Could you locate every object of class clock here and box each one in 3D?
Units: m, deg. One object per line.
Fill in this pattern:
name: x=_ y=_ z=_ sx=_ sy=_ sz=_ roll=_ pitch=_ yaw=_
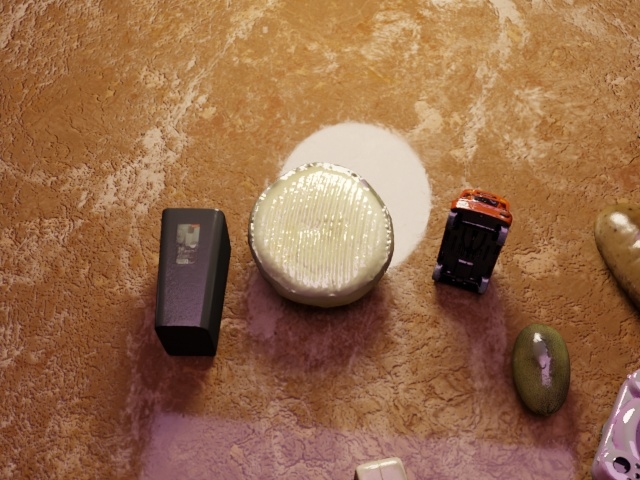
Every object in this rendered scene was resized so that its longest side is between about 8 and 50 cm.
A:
clock: x=0.595 y=0.356 z=1.328 sx=0.248 sy=0.090 sz=0.227 roll=26 pitch=63 yaw=13

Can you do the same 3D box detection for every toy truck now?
toy truck: x=0.275 y=-0.006 z=1.446 sx=0.108 sy=0.252 sz=0.114 roll=18 pitch=57 yaw=10

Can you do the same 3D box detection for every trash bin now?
trash bin: x=-0.233 y=0.079 z=1.450 sx=0.115 sy=0.165 sz=0.225 roll=2 pitch=62 yaw=0

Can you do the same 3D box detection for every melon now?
melon: x=0.385 y=0.225 z=1.400 sx=0.099 sy=0.099 sz=0.162 roll=3 pitch=63 yaw=2

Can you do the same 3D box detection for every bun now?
bun: x=0.000 y=0.000 z=1.504 sx=0.287 sy=0.146 sz=0.287 roll=0 pitch=63 yaw=-1

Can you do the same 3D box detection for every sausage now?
sausage: x=0.666 y=0.132 z=1.441 sx=0.136 sy=0.123 sz=0.500 roll=-9 pitch=55 yaw=-40

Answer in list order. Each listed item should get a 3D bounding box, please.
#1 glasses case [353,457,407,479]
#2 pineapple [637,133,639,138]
glasses case: x=0.124 y=0.509 z=1.206 sx=0.076 sy=0.144 sz=0.336 roll=-11 pitch=59 yaw=-6
pineapple: x=0.822 y=-0.233 z=1.637 sx=0.341 sy=0.169 sz=0.169 roll=-17 pitch=61 yaw=-6
